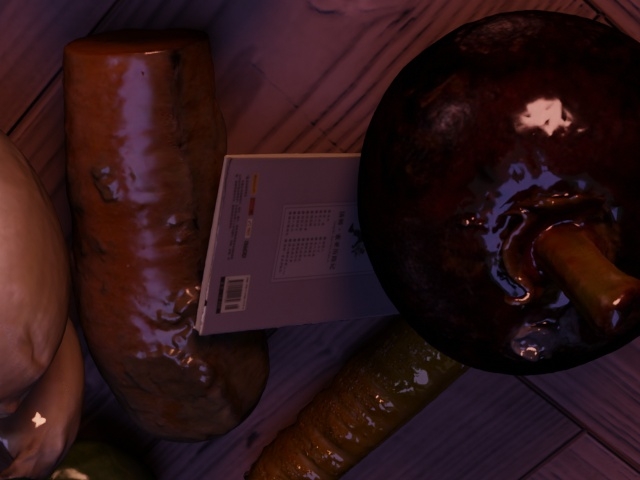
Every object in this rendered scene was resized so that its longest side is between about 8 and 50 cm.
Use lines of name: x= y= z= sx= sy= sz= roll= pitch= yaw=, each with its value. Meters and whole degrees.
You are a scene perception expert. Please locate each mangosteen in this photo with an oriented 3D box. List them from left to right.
mangosteen: x=0.136 y=-0.016 z=0.766 sx=0.235 sy=0.261 sz=0.235 roll=-1 pitch=112 yaw=-3

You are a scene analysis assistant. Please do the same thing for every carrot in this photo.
carrot: x=-0.115 y=0.002 z=0.879 sx=0.139 sy=0.138 sz=0.302 roll=-5 pitch=112 yaw=7

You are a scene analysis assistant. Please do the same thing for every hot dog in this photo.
hot dog: x=0.038 y=0.123 z=0.966 sx=0.068 sy=0.083 sz=0.289 roll=47 pitch=114 yaw=0

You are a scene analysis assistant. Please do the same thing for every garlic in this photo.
garlic: x=-0.274 y=0.045 z=0.837 sx=0.313 sy=0.249 sz=0.286 roll=8 pitch=110 yaw=26

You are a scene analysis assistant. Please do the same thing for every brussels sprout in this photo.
brussels sprout: x=-0.221 y=0.221 z=1.007 sx=0.183 sy=0.145 sz=0.131 roll=-9 pitch=92 yaw=3

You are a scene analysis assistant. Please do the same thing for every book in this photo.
book: x=0.000 y=0.000 z=0.859 sx=0.182 sy=0.014 sz=0.127 roll=-4 pitch=113 yaw=-37
